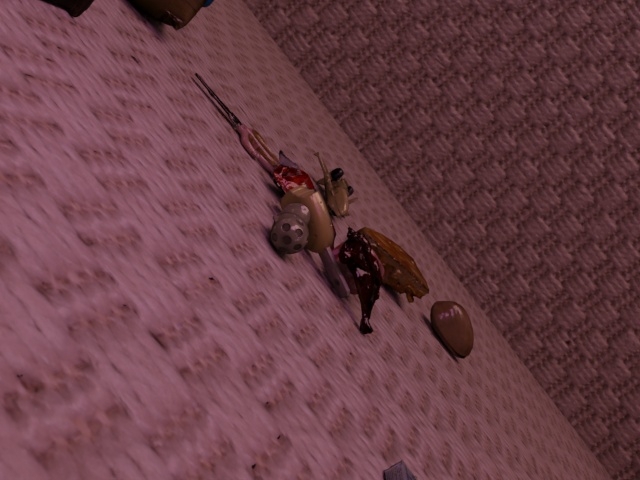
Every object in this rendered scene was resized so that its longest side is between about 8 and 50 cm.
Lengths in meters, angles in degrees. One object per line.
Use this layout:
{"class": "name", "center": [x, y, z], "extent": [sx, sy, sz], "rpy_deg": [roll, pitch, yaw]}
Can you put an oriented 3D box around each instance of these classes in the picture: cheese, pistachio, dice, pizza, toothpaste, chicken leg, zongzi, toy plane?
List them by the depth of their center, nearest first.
{"class": "toothpaste", "center": [0.117, 0.371, 0.989], "extent": [0.046, 0.034, 0.164], "rpy_deg": [52, 12, -15]}
{"class": "chicken leg", "center": [0.086, 0.078, 1.477], "extent": [0.090, 0.048, 0.219], "rpy_deg": [-20, 100, -36]}
{"class": "cheese", "center": [0.000, 0.000, 1.501], "extent": [0.050, 0.127, 0.255], "rpy_deg": [-22, 81, -31]}
{"class": "dice", "center": [0.076, 0.054, 1.560], "extent": [0.093, 0.091, 0.094], "rpy_deg": [59, -4, -26]}
{"class": "zongzi", "center": [-0.426, -0.634, 1.719], "extent": [0.274, 0.145, 0.300], "rpy_deg": [38, 1, -30]}
{"class": "pizza", "center": [0.175, 0.037, 2.028], "extent": [0.258, 0.087, 0.268], "rpy_deg": [43, 13, -17]}
{"class": "toy plane", "center": [0.046, -0.140, 2.059], "extent": [0.229, 0.092, 0.244], "rpy_deg": [61, 3, -33]}
{"class": "pistachio", "center": [0.392, 0.260, 2.138], "extent": [0.126, 0.108, 0.185], "rpy_deg": [-27, 86, -54]}

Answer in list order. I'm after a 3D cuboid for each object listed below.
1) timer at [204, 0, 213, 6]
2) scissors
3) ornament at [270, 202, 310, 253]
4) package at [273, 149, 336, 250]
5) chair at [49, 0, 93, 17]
{"class": "timer", "center": [-0.424, -0.755, 1.875], "extent": [0.309, 0.115, 0.340], "rpy_deg": [37, 2, 31]}
{"class": "scissors", "center": [-0.192, -0.271, 1.719], "extent": [0.317, 0.024, 0.160], "rpy_deg": [50, 14, -11]}
{"class": "ornament", "center": [-0.059, -0.024, 1.386], "extent": [0.081, 0.075, 0.156], "rpy_deg": [44, 15, -9]}
{"class": "package", "center": [-0.027, -0.083, 1.687], "extent": [0.269, 0.071, 0.194], "rpy_deg": [52, 26, -18]}
{"class": "chair", "center": [-0.416, -0.526, 1.243], "extent": [0.240, 0.203, 0.416], "rpy_deg": [50, 13, 11]}
